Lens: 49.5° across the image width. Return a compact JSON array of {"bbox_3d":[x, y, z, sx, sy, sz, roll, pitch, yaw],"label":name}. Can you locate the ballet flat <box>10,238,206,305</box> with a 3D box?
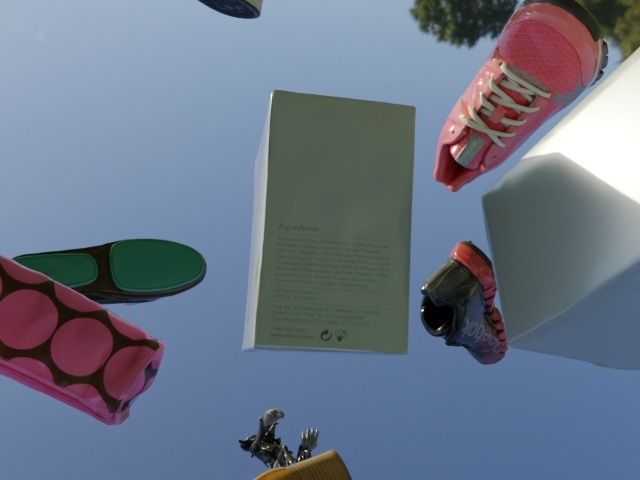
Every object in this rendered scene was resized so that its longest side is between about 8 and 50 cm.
[{"bbox_3d":[-0.306,0.051,0.991,0.280,0.096,0.095,-2,-115,-17],"label":"ballet flat"}]

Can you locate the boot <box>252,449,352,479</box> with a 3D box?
[{"bbox_3d":[-0.015,0.442,0.900,0.211,0.104,0.295,-22,-105,-24],"label":"boot"}]

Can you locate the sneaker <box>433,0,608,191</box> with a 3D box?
[{"bbox_3d":[0.210,-0.142,0.784,0.116,0.314,0.136,36,-109,7],"label":"sneaker"}]

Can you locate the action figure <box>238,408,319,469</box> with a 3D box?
[{"bbox_3d":[-0.079,0.479,1.619,0.164,0.141,0.275,30,172,-32],"label":"action figure"}]

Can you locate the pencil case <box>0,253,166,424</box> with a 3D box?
[{"bbox_3d":[-0.248,0.090,0.621,0.209,0.095,0.098,27,-142,-9],"label":"pencil case"}]

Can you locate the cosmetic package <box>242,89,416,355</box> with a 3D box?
[{"bbox_3d":[0.000,0.000,0.694,0.138,0.225,0.224,3,171,-8],"label":"cosmetic package"}]

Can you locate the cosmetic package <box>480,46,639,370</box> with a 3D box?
[{"bbox_3d":[0.341,-0.067,0.473,0.229,0.453,0.162,13,-126,-22],"label":"cosmetic package"}]

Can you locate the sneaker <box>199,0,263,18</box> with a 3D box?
[{"bbox_3d":[-0.161,-0.457,0.987,0.123,0.179,0.295,10,177,27],"label":"sneaker"}]

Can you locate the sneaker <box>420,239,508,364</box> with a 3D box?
[{"bbox_3d":[0.229,0.127,1.125,0.135,0.276,0.097,-36,-135,-11],"label":"sneaker"}]
